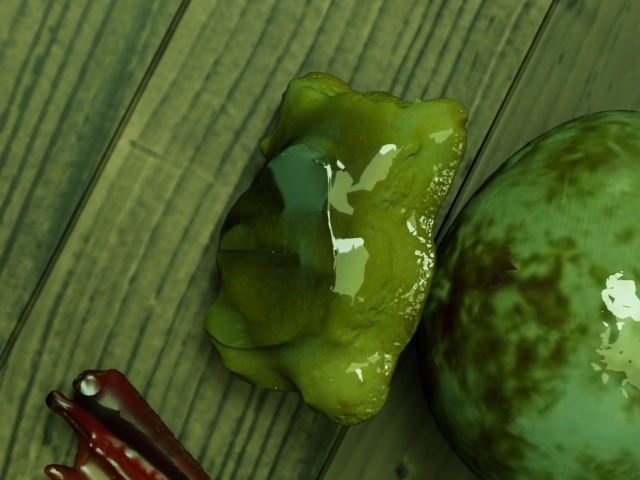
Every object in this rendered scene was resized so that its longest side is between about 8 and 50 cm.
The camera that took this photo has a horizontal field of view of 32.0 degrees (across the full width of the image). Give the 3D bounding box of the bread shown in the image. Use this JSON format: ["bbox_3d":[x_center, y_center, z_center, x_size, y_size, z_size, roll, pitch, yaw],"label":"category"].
[{"bbox_3d":[0.000,0.000,0.757,0.088,0.160,0.233,9,94,-43],"label":"bread"}]

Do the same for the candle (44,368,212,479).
[{"bbox_3d":[-0.083,0.210,0.798,0.084,0.059,0.302,-44,101,2],"label":"candle"}]

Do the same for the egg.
[{"bbox_3d":[0.188,0.047,0.762,0.238,0.238,0.289,21,62,-13],"label":"egg"}]
